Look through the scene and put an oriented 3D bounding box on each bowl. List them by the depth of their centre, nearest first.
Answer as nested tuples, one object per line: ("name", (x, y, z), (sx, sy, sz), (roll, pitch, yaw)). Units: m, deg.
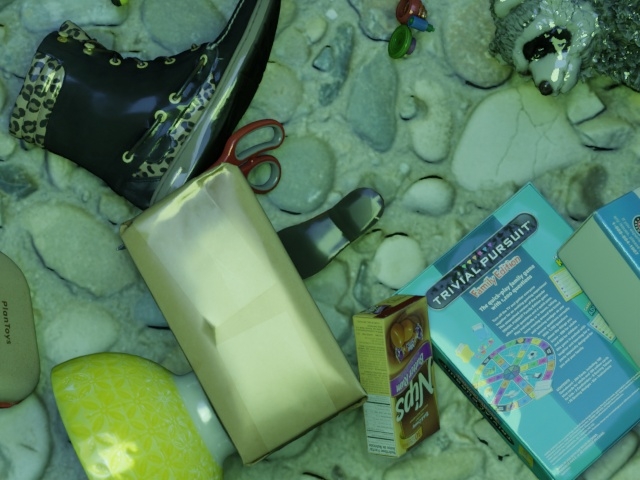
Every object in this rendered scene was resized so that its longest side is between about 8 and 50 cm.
("bowl", (-0.196, 0.247, 1.674), (0.156, 0.289, 0.289), (-29, 75, -4))

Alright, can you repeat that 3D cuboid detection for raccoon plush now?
("raccoon plush", (0.427, -0.356, 1.946), (0.299, 0.216, 0.446), (16, 44, 20))

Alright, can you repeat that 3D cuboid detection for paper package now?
("paper package", (-0.093, 0.099, 1.692), (0.168, 0.309, 0.325), (-30, 85, -4))

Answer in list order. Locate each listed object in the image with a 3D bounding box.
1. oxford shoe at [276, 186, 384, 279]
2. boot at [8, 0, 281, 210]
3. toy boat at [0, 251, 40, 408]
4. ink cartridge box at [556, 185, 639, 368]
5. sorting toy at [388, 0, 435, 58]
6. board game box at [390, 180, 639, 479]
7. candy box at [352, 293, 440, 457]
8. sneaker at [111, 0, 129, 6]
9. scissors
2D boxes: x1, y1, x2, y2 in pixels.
("oxford shoe", (0.000, 0.000, 1.867), (0.212, 0.076, 0.076), (-30, 87, 9))
("boot", (-0.242, -0.238, 1.909), (0.284, 0.138, 0.377), (25, 84, 8))
("toy boat", (-0.477, 0.120, 1.817), (0.151, 0.151, 0.231), (-20, 71, 26))
("ink cartridge box", (0.503, 0.016, 1.763), (0.307, 0.129, 0.223), (-26, 72, -27))
("sorting toy", (0.135, -0.308, 1.968), (0.042, 0.061, 0.102), (17, 79, -29))
("board game box", (0.296, 0.129, 1.811), (0.253, 0.079, 0.336), (-39, 76, -10))
("candy box", (0.100, 0.173, 1.747), (0.053, 0.109, 0.187), (3, 106, 35))
("sneaker", (-0.256, -0.437, 1.996), (0.094, 0.081, 0.209), (15, 74, 4))
("scissors", (-0.161, -0.081, 1.828), (0.297, 0.109, 0.021), (-24, 34, -35))
